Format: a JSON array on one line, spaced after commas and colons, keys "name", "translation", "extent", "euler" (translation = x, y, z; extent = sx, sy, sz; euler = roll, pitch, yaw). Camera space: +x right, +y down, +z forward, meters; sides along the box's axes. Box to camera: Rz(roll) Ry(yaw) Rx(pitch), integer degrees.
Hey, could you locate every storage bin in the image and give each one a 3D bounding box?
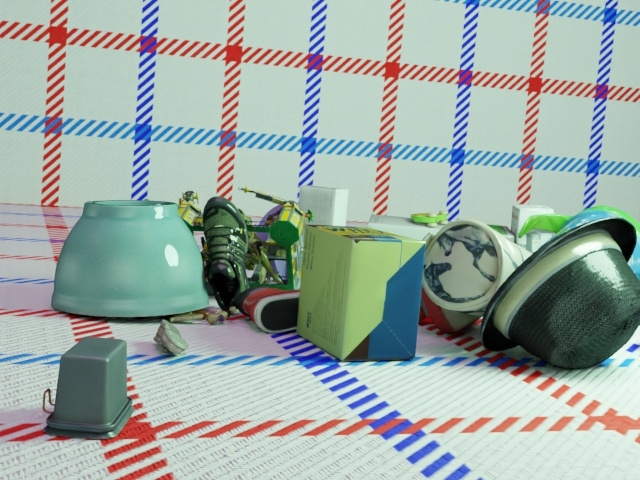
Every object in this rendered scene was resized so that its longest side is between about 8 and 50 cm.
[{"name": "storage bin", "translation": [-0.274, 0.168, 1.146], "extent": [0.098, 0.091, 0.135], "euler": [5, 6, 1]}]

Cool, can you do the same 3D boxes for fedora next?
[{"name": "fedora", "translation": [0.437, 0.115, 1.636], "extent": [0.334, 0.334, 0.152], "euler": [-2, 42, -44]}]

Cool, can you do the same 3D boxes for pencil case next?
[{"name": "pencil case", "translation": [0.336, 0.070, 1.794], "extent": [0.183, 0.160, 0.410], "euler": [26, 5, 36]}]

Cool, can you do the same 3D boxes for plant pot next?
[{"name": "plant pot", "translation": [-0.356, 0.023, 1.828], "extent": [0.293, 0.196, 0.293], "euler": [0, 6, 0]}]

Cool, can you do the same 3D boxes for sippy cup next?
[{"name": "sippy cup", "translation": [0.602, 0.058, 2.224], "extent": [0.224, 0.240, 0.305], "euler": [-20, 14, -42]}]

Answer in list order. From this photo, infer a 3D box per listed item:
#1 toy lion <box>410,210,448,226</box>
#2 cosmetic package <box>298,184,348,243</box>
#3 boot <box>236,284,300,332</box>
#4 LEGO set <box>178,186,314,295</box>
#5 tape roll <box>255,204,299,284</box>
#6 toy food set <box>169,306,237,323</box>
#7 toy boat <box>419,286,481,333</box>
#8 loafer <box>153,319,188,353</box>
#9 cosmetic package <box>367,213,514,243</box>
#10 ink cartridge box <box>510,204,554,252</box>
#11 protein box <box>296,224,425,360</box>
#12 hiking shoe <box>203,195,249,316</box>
[{"name": "toy lion", "translation": [0.268, -0.058, 2.461], "extent": [0.096, 0.034, 0.100], "euler": [3, 9, 33]}, {"name": "cosmetic package", "translation": [0.000, 0.000, 2.167], "extent": [0.099, 0.239, 0.060], "euler": [9, 7, 34]}, {"name": "boot", "translation": [-0.027, 0.117, 1.821], "extent": [0.244, 0.088, 0.176], "euler": [-1, 7, -20]}, {"name": "LEGO set", "translation": [-0.156, -0.007, 2.033], "extent": [0.331, 0.255, 0.192], "euler": [-5, 31, 15]}, {"name": "tape roll", "translation": [-0.059, 0.011, 2.250], "extent": [0.189, 0.189, 0.080], "euler": [-1, 8, -43]}, {"name": "toy food set", "translation": [-0.214, 0.140, 1.773], "extent": [0.122, 0.019, 0.078], "euler": [-4, 7, -8]}, {"name": "toy boat", "translation": [0.227, 0.114, 1.913], "extent": [0.151, 0.151, 0.231], "euler": [-24, -7, 25]}, {"name": "loafer", "translation": [-0.237, 0.160, 1.520], "extent": [0.045, 0.039, 0.125], "euler": [37, -1, -18]}, {"name": "cosmetic package", "translation": [0.298, 0.032, 2.493], "extent": [0.366, 0.155, 0.197], "euler": [6, 10, 3]}, {"name": "ink cartridge box", "translation": [0.528, 0.021, 2.451], "extent": [0.092, 0.217, 0.158], "euler": [5, 6, 4]}, {"name": "protein box", "translation": [0.064, 0.084, 1.647], "extent": [0.136, 0.199, 0.201], "euler": [2, 6, -24]}, {"name": "hiking shoe", "translation": [-0.178, 0.029, 1.848], "extent": [0.086, 0.226, 0.114], "euler": [-10, 8, 2]}]
